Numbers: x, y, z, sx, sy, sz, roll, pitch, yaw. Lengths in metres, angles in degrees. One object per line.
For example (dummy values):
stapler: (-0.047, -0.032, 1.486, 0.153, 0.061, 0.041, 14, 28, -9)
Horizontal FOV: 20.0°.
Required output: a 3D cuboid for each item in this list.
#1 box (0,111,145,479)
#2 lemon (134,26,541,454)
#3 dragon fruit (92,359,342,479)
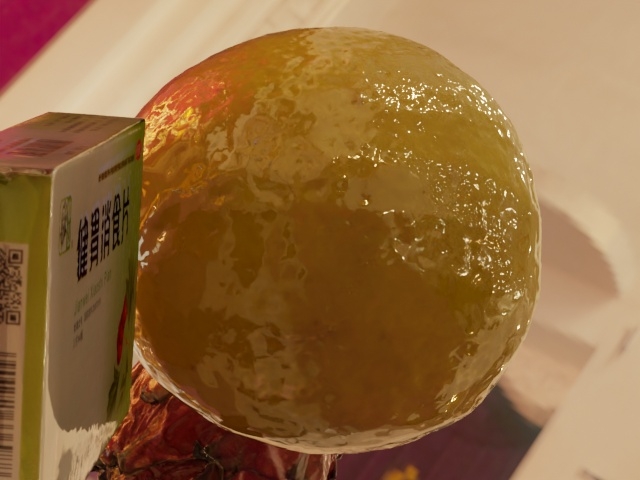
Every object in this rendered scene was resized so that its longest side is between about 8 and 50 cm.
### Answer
box: (-0.140, 0.034, 0.913, 0.062, 0.260, 0.175, 4, -81, 3)
lemon: (0.000, 0.000, 1.363, 0.348, 0.348, 0.348, 27, -32, 19)
dragon fruit: (-0.098, 0.199, 1.833, 0.244, 0.299, 0.244, 32, -40, 32)
